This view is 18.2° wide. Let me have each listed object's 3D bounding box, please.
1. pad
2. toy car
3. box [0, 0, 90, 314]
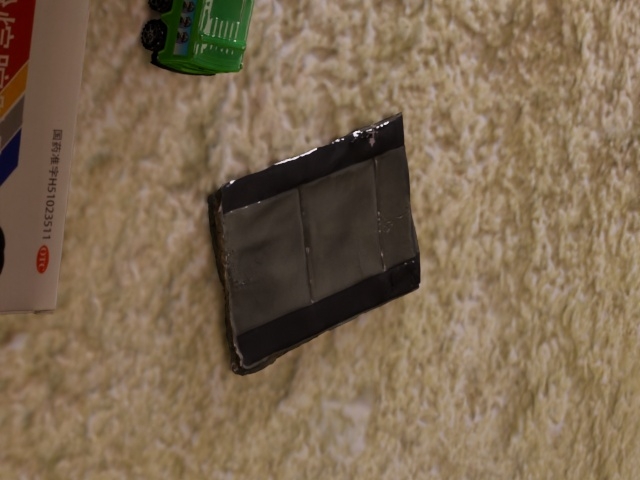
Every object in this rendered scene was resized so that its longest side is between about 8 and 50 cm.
[{"bbox_3d":[-0.001,0.000,1.717,0.233,0.022,0.174,-26,117,-38],"label":"pad"},{"bbox_3d":[-0.084,-0.208,1.547,0.071,0.062,0.165,8,96,-44],"label":"toy car"},{"bbox_3d":[-0.267,-0.121,1.397,0.214,0.069,0.353,0,103,-44],"label":"box"}]
